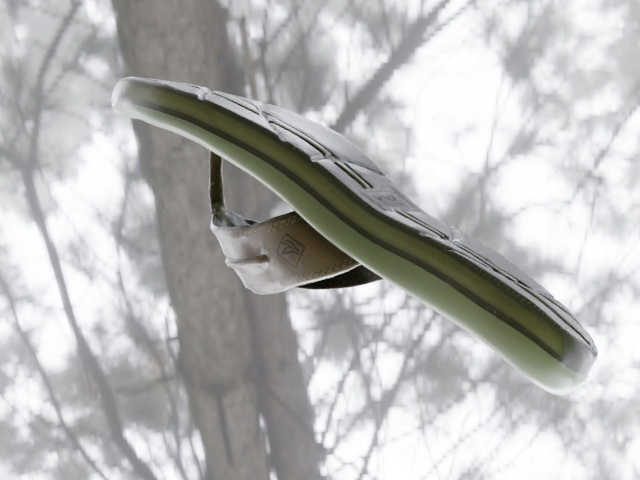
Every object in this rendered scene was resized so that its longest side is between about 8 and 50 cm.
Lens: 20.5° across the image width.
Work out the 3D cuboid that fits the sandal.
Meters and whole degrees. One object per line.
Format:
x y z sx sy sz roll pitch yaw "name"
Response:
0.000 0.001 0.906 0.303 0.120 0.086 36 -77 24 "sandal"
